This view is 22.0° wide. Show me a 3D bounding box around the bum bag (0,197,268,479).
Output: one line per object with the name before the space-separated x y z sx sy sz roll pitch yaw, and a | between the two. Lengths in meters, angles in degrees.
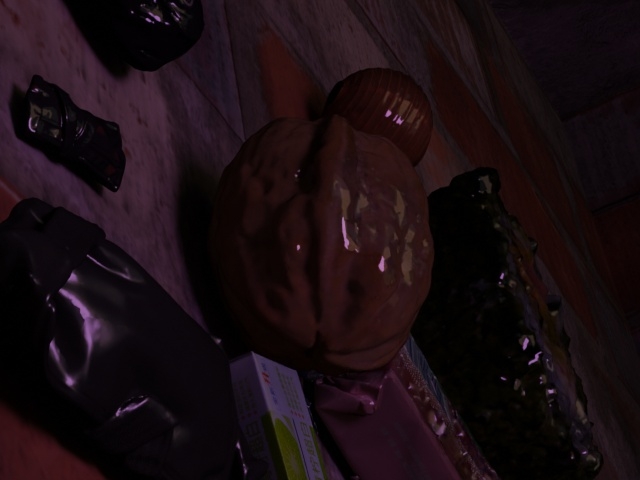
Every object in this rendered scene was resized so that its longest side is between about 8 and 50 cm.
bum bag | -0.131 0.080 1.089 0.326 0.079 0.142 53 27 -47

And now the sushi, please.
sushi | 0.185 0.126 1.835 0.294 0.178 0.352 49 24 -49

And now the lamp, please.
lamp | 0.064 -0.135 1.905 0.136 0.136 0.136 56 19 -30

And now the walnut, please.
walnut | 0.000 0.000 1.397 0.198 0.198 0.245 48 37 -46

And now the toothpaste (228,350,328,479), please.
toothpaste | -0.016 0.251 1.218 0.081 0.067 0.337 31 38 -59

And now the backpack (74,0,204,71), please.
backpack | -0.157 -0.229 1.383 0.165 0.105 0.120 56 14 -21

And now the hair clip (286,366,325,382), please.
hair clip | -0.034 0.022 1.514 0.036 0.066 0.229 94 -22 -62

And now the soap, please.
soap | 0.091 0.198 1.570 0.273 0.098 0.218 60 17 -21

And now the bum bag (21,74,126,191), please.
bum bag | -0.181 -0.080 1.221 0.124 0.034 0.058 37 46 -58
